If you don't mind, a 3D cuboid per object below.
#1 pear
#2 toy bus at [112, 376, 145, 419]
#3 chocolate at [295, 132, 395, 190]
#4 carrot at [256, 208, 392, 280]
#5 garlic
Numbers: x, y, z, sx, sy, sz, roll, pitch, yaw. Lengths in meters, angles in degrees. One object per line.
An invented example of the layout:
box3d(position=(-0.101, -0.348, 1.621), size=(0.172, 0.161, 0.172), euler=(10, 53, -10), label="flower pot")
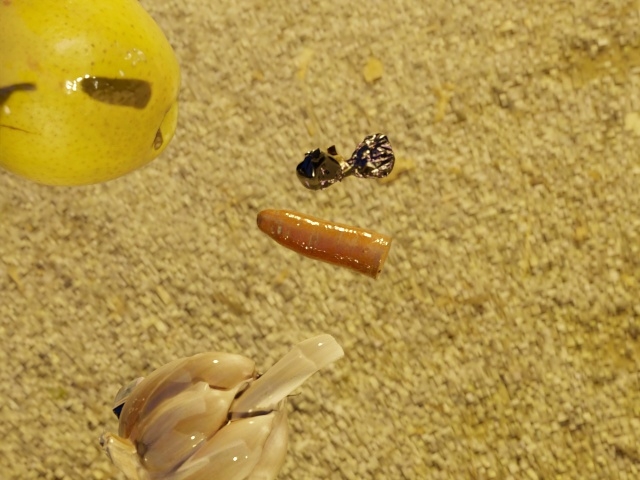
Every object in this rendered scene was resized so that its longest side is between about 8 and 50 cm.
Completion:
box3d(position=(-0.424, -0.265, 1.830), size=(0.418, 0.362, 0.362), euler=(24, 61, -3), label="pear")
box3d(position=(-0.240, 0.276, 1.738), size=(0.057, 0.172, 0.072), euler=(-30, 34, 20), label="toy bus")
box3d(position=(0.026, -0.103, 1.516), size=(0.147, 0.072, 0.070), euler=(-8, 40, -33), label="chocolate")
box3d(position=(0.000, 0.000, 1.143), size=(0.139, 0.048, 0.048), euler=(16, 61, 13), label="carrot")
box3d(position=(-0.072, 0.130, 0.888), size=(0.194, 0.127, 0.131), euler=(-43, 82, -6), label="garlic")
